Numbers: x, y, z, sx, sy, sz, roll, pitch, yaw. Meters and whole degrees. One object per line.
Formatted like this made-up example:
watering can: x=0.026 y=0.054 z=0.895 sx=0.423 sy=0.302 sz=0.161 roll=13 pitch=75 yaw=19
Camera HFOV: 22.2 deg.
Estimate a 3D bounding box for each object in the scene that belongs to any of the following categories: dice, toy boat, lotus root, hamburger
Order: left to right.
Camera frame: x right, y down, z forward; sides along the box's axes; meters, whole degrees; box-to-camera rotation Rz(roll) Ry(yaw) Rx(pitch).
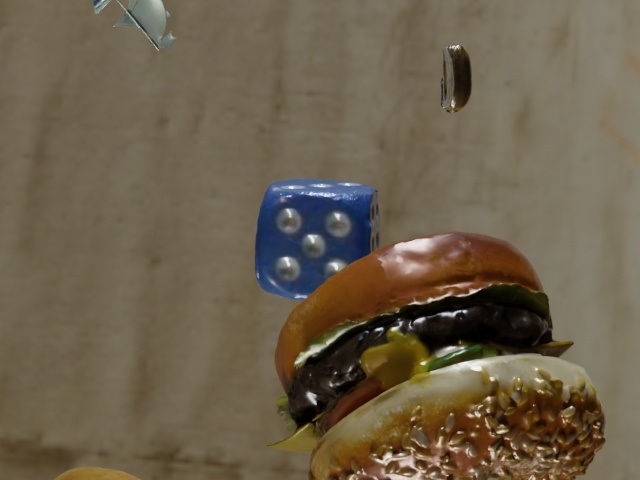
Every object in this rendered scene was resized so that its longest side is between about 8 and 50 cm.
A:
toy boat: x=-0.271 y=-0.358 z=2.474 sx=0.105 sy=0.149 sz=0.034 roll=-55 pitch=17 yaw=18
dice: x=0.000 y=0.000 z=2.053 sx=0.146 sy=0.146 sz=0.143 roll=-45 pitch=-43 yaw=-78
hamburger: x=0.103 y=0.144 z=1.443 sx=0.291 sy=0.291 sz=0.225 roll=77 pitch=176 yaw=-60
lotus root: x=0.170 y=-0.198 z=2.001 sx=0.030 sy=0.037 sz=0.083 roll=13 pitch=105 yaw=58

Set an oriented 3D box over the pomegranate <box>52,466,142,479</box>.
pomegranate: x=-0.341 y=0.455 z=2.490 sx=0.248 sy=0.248 sz=0.248 roll=4 pitch=-90 yaw=-81
